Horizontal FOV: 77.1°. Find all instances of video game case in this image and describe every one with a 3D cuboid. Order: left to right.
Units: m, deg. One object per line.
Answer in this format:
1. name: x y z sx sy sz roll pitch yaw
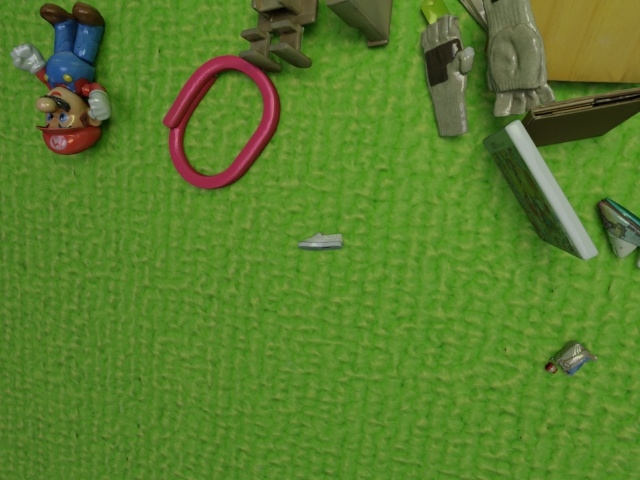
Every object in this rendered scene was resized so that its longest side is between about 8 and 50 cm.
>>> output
1. video game case: 0.353 -0.086 0.670 0.026 0.206 0.227 -31 90 16

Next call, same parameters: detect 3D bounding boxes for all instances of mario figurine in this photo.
1. mario figurine: -0.553 -0.347 0.862 0.198 0.170 0.320 5 92 47

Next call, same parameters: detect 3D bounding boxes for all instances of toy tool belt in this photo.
1. toy tool belt: 0.481 0.236 0.770 0.051 0.052 0.083 42 106 13

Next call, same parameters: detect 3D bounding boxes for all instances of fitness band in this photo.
1. fitness band: -0.215 -0.248 0.866 0.209 0.054 0.291 41 106 2

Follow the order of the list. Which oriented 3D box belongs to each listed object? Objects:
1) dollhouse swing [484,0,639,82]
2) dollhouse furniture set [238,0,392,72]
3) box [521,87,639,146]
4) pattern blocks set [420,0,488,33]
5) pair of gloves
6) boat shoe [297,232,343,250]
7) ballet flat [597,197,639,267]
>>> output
1. dollhouse swing: 0.440 -0.478 0.642 0.347 0.305 0.315 5 57 10
2. dollhouse furniture set: -0.009 -0.437 0.756 0.242 0.161 0.212 8 94 33
3. box: 0.404 -0.189 0.647 0.164 0.201 0.021 -8 86 14
4. pattern blocks set: 0.315 -0.477 0.712 0.285 0.026 0.325 -23 92 14
5. pair of gloves: 0.262 -0.291 0.668 0.042 0.240 0.204 -21 100 -22
6. boat shoe: 0.000 0.000 0.861 0.100 0.035 0.035 -4 70 18
7. ballet flat: 0.577 0.010 0.708 0.221 0.077 0.079 31 124 7
